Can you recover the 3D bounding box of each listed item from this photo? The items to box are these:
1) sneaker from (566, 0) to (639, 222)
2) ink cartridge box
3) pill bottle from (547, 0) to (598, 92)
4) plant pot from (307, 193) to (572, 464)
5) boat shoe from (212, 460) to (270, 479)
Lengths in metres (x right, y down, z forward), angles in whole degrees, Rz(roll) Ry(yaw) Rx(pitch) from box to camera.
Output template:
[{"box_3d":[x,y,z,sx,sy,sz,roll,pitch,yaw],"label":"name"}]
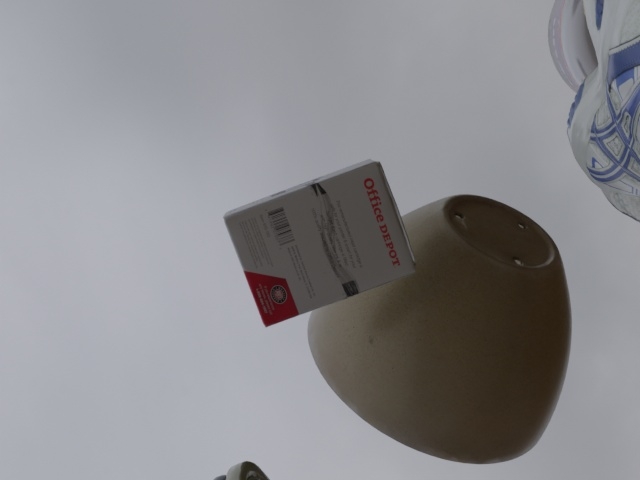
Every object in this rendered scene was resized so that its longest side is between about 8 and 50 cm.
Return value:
[{"box_3d":[0.218,-0.063,0.600,0.296,0.112,0.131,55,-164,-57],"label":"sneaker"},{"box_3d":[0.000,0.000,0.922,0.063,0.150,0.109,-108,-2,-83],"label":"ink cartridge box"},{"box_3d":[0.337,-0.223,1.055,0.323,0.181,0.181,-46,-65,-76],"label":"pill bottle"},{"box_3d":[0.150,0.064,1.055,0.284,0.191,0.284,17,-149,-10],"label":"plant pot"},{"box_3d":[-0.049,0.294,0.689,0.127,0.113,0.340,-96,-8,-53],"label":"boat shoe"}]
